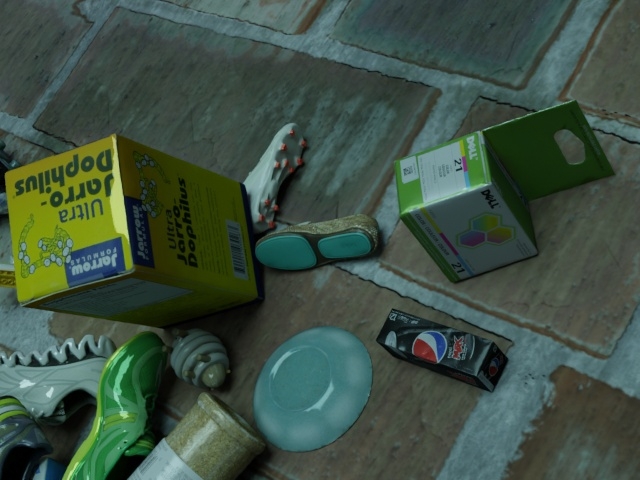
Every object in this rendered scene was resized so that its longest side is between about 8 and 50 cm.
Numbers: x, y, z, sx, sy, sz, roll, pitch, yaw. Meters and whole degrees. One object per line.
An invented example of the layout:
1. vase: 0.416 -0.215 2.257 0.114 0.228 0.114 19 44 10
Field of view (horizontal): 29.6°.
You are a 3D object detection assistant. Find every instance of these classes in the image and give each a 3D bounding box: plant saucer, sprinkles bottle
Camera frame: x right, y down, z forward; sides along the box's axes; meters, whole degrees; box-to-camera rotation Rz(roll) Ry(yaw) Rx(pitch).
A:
1. plant saucer: -0.021 0.201 1.714 0.194 0.037 0.195 -16 53 22
2. sprinkles bottle: -0.232 0.378 1.674 0.355 0.121 0.121 -49 48 -4

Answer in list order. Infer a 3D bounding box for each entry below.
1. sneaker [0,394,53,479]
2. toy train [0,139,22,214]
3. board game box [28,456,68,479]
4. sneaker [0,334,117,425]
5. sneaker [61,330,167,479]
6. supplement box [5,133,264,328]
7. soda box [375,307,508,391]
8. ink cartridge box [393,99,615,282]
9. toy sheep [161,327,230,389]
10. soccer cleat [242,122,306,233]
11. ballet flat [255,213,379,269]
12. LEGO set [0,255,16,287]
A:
1. sneaker: -0.504 0.372 1.747 0.121 0.111 0.300 26 79 37
2. toy train: -0.681 -0.164 2.269 0.142 0.190 0.334 -46 48 -3
3. board game box: -0.517 0.500 1.799 0.301 0.086 0.308 -15 54 23
4. sneaker: -0.454 0.233 1.873 0.292 0.110 0.118 -12 66 -7
5. sneaker: -0.279 0.281 1.788 0.123 0.109 0.296 10 76 34
6. supplement box: -0.260 -0.001 1.756 0.194 0.356 0.195 -16 75 22
7. soda box: 0.161 0.145 1.619 0.168 0.060 0.053 16 71 38
8. ink cartridge box: 0.251 -0.062 1.610 0.255 0.189 0.097 -19 51 21
9. toy sheep: -0.184 0.172 1.802 0.091 0.091 0.132 -42 56 2
10. soccer cleat: -0.086 -0.103 1.938 0.076 0.068 0.196 7 68 39
11. ballet flat: 0.000 0.000 1.825 0.206 0.073 0.067 -5 31 27
12. LEGO set: -0.517 0.014 2.089 0.287 0.132 0.107 -24 41 -12
